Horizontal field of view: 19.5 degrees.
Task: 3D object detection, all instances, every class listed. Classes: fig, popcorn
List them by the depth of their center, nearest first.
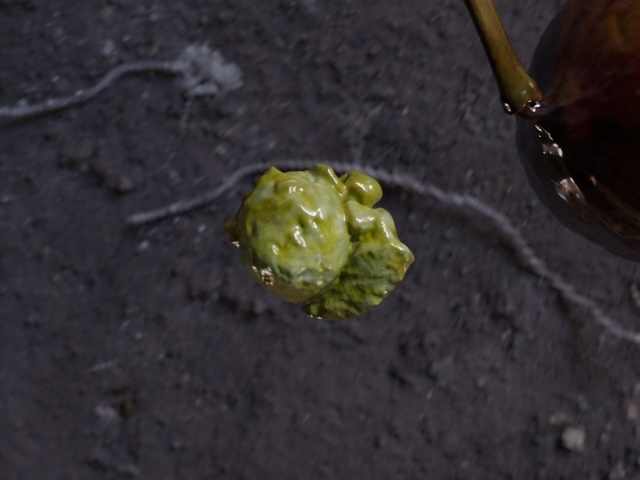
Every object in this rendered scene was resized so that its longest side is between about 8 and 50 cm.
[{"bbox_3d":[-0.001,0.003,0.815,0.083,0.068,0.059,25,128,11],"label":"popcorn"},{"bbox_3d":[0.178,-0.069,1.045,0.186,0.249,0.204,54,137,23],"label":"fig"}]
